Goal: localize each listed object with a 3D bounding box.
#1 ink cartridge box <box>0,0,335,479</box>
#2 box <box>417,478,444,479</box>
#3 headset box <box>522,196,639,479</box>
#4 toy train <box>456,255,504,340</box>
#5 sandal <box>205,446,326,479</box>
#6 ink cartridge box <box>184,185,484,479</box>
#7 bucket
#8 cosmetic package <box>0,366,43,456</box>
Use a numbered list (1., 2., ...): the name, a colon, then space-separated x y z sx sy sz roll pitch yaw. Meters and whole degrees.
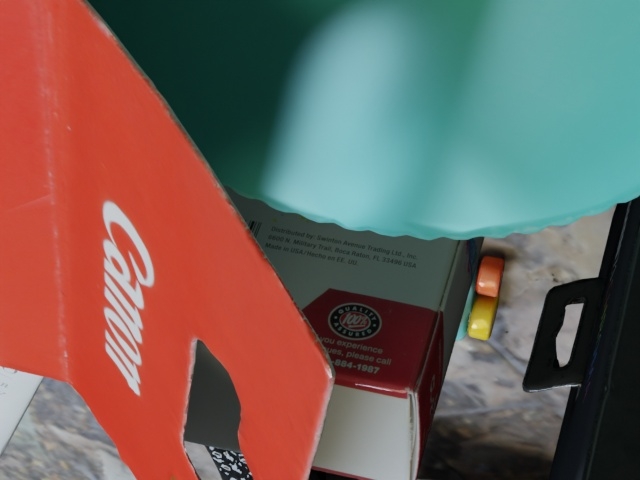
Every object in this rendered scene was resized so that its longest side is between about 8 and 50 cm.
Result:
1. ink cartridge box: -0.154 -0.030 0.582 0.385 0.091 0.308 52 160 17
2. box: 0.087 0.316 0.975 0.168 0.215 0.345 2 140 -5
3. headset box: 0.218 0.066 0.637 0.283 0.246 0.131 15 140 5
4. toy train: 0.010 0.035 0.848 0.125 0.046 0.166 39 138 -21
5. sandal: -0.029 0.121 0.977 0.067 0.040 0.179 -13 116 27
6. ink cartridge box: 0.000 0.000 0.714 0.127 0.175 0.072 11 142 12
7. bucket: 0.033 -0.146 0.527 0.281 0.183 0.281 12 141 10
8. cosmetic package: -0.241 0.019 0.869 0.224 0.138 0.225 27 141 -7
